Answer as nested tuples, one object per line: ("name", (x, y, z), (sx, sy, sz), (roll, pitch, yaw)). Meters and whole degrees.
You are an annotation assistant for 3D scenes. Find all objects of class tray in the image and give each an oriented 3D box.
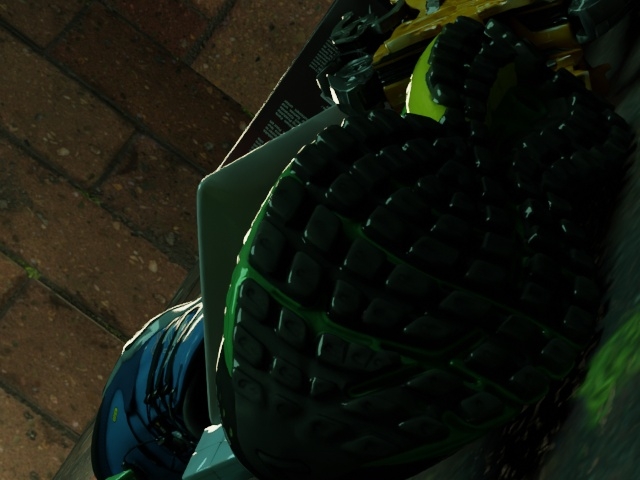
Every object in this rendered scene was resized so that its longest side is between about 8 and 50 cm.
("tray", (0.000, 0.000, 1.100), (0.270, 0.030, 0.145), (-36, -53, -61))

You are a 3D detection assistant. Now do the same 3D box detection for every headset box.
("headset box", (0.038, -0.125, 1.519), (0.293, 0.110, 0.218), (-52, -3, 39))

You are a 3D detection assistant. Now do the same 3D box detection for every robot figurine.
("robot figurine", (0.116, -0.137, 1.056), (0.211, 0.085, 0.291), (-18, 22, 23))

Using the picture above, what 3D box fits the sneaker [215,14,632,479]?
("sneaker", (0.042, 0.024, 0.781), (0.146, 0.134, 0.343), (-58, -6, 28))

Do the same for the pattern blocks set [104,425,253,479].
("pattern blocks set", (-0.135, 0.216, 0.939), (0.285, 0.026, 0.325), (-29, 21, 22))

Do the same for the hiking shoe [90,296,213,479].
("hiking shoe", (-0.088, 0.104, 1.281), (0.304, 0.113, 0.132), (-49, 5, 34))
